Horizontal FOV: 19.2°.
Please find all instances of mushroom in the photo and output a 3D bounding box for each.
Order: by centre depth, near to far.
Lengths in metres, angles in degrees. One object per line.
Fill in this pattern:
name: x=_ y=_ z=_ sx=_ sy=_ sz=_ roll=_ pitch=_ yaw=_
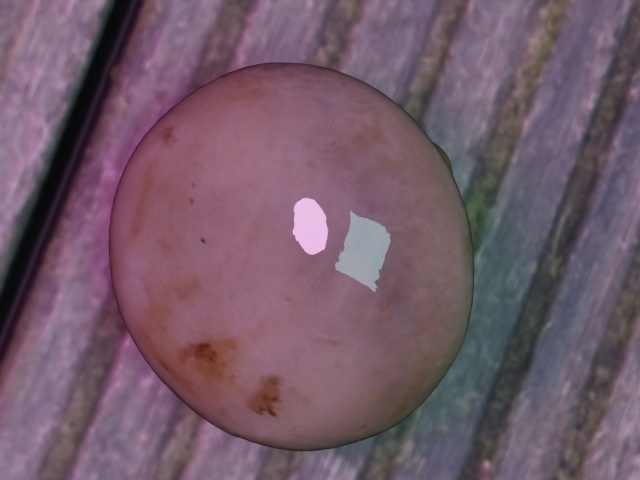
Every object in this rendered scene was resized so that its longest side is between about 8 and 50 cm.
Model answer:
mushroom: x=0.000 y=0.000 z=1.019 sx=0.215 sy=0.207 sz=0.207 roll=-32 pitch=111 yaw=-54
